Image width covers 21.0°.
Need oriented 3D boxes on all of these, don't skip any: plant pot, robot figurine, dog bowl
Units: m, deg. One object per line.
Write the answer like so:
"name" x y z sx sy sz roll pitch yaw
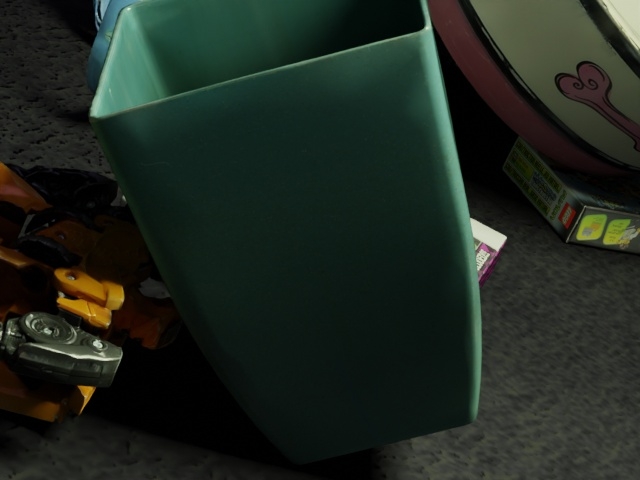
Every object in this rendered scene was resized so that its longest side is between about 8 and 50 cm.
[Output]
"plant pot" 0.000 -0.012 0.910 0.166 0.234 0.165 -14 26 6
"robot figurine" -0.210 -0.002 0.887 0.291 0.085 0.211 24 25 0
"dog bowl" 0.228 -0.232 1.406 0.408 0.150 0.408 29 46 -35

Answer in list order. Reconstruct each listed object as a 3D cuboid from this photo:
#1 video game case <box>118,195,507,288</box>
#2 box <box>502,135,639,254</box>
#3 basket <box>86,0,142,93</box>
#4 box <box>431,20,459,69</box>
"video game case" 0.000 0.000 1.129 0.210 0.042 0.232 27 25 9
"box" 0.264 -0.029 1.440 0.207 0.036 0.114 9 29 -32
"basket" -0.063 -0.224 1.269 0.201 0.255 0.289 26 14 20
"box" 0.097 -0.247 1.547 0.077 0.180 0.147 41 29 28
